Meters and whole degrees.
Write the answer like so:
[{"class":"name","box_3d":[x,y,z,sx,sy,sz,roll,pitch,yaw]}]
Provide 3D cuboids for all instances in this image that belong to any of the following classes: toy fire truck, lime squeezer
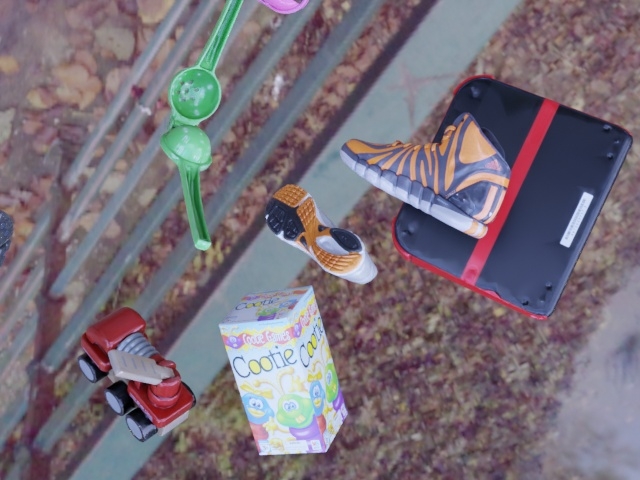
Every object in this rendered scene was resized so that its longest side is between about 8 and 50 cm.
[{"class":"toy fire truck","box_3d":[-0.317,0.203,1.597,0.158,0.217,0.246,-32,158,-33]},{"class":"lime squeezer","box_3d":[-0.115,-0.123,0.964,0.110,0.310,0.059,-10,153,38]}]

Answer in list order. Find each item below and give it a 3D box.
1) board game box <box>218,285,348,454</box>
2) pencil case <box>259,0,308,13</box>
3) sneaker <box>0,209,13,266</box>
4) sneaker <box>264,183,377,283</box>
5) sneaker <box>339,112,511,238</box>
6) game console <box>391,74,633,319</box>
[{"class":"board game box","box_3d":[-0.066,0.244,1.781,0.144,0.142,0.275,-8,108,22]},{"class":"pencil case","box_3d":[0.008,-0.323,0.950,0.095,0.098,0.209,41,69,-11]},{"class":"sneaker","box_3d":[-0.372,-0.023,0.764,0.122,0.110,0.283,18,166,15]},{"class":"sneaker","box_3d":[0.000,0.000,1.736,0.099,0.262,0.121,-46,143,0]},{"class":"sneaker","box_3d":[0.189,-0.144,1.619,0.124,0.321,0.180,18,101,-58]},{"class":"game console","box_3d":[0.343,-0.091,1.766,0.342,0.060,0.386,25,89,14]}]
